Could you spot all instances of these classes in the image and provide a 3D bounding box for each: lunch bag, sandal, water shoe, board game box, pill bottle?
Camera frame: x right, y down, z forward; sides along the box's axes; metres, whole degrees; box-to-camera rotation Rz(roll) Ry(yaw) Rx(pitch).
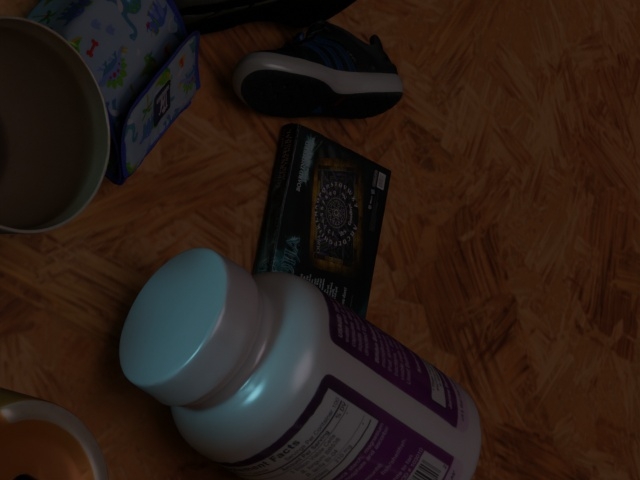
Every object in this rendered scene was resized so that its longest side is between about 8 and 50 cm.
[{"bbox_3d":[-0.167,-0.141,1.458,0.129,0.096,0.151,-55,133,-34],"label":"lunch bag"},{"bbox_3d":[-0.034,-0.246,1.589,0.303,0.120,0.086,-13,78,-44],"label":"sandal"},{"bbox_3d":[-0.011,-0.159,1.634,0.203,0.073,0.080,5,58,-48],"label":"water shoe"},{"bbox_3d":[0.000,0.000,1.633,0.126,0.026,0.186,26,66,-38],"label":"board game box"},{"bbox_3d":[-0.018,0.129,1.496,0.301,0.169,0.169,36,60,-34],"label":"pill bottle"}]

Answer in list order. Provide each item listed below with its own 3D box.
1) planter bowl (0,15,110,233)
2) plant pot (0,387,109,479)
[{"bbox_3d":[-0.255,-0.078,1.346,0.162,0.109,0.162,9,76,-42],"label":"planter bowl"},{"bbox_3d":[-0.252,0.179,1.249,0.205,0.188,0.205,9,76,-43],"label":"plant pot"}]
